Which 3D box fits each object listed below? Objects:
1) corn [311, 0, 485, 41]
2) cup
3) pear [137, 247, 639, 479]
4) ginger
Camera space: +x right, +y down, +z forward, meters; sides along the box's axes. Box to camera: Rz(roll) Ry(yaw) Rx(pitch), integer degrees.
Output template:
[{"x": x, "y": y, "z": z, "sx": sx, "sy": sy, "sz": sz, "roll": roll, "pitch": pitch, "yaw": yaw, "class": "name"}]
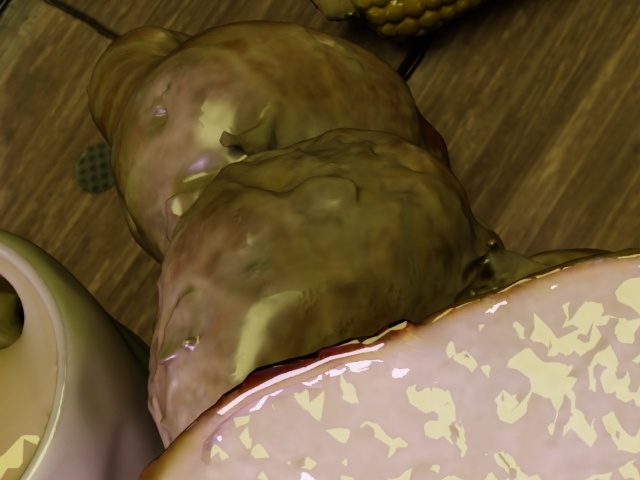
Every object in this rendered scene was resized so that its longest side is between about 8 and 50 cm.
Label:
[{"x": 0.112, "y": -0.197, "z": 0.678, "sx": 0.261, "sy": 0.097, "sz": 0.097, "roll": -27, "pitch": 68, "yaw": 2, "class": "corn"}, {"x": -0.188, "y": 0.128, "z": 0.551, "sx": 0.255, "sy": 0.202, "sz": 0.173, "roll": -42, "pitch": 66, "yaw": -8, "class": "cup"}, {"x": 0.131, "y": 0.173, "z": 0.377, "sx": 0.386, "sy": 0.191, "sz": 0.341, "roll": 19, "pitch": 92, "yaw": 18, "class": "pear"}, {"x": 0.000, "y": 0.000, "z": 0.579, "sx": 0.256, "sy": 0.176, "sz": 0.375, "roll": -9, "pitch": 40, "yaw": -31, "class": "ginger"}]
